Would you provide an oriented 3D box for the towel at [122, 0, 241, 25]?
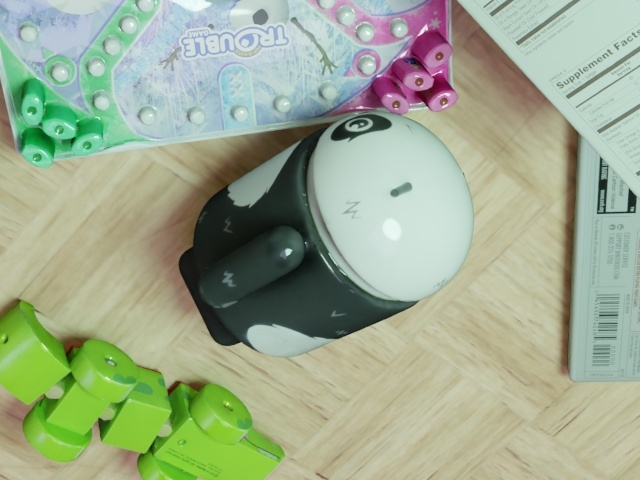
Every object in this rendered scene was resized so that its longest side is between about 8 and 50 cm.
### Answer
[{"bbox_3d":[-0.151,-0.224,0.894,0.113,0.023,0.152,-38,118,9],"label":"towel"}]

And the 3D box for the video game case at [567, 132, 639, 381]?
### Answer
[{"bbox_3d":[0.409,0.009,1.086,0.300,0.036,0.329,-1,122,7],"label":"video game case"}]

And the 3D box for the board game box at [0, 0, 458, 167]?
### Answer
[{"bbox_3d":[-0.080,-0.260,0.848,0.390,0.050,0.390,-9,117,-8],"label":"board game box"}]

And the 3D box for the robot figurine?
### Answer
[{"bbox_3d":[0.000,-0.003,0.936,0.173,0.209,0.278,38,135,-28],"label":"robot figurine"}]

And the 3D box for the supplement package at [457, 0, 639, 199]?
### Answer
[{"bbox_3d":[0.253,-0.211,0.808,0.263,0.199,0.198,44,130,-13],"label":"supplement package"}]

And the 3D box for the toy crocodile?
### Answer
[{"bbox_3d":[-0.181,0.171,1.081,0.340,0.105,0.115,29,111,-30],"label":"toy crocodile"}]
